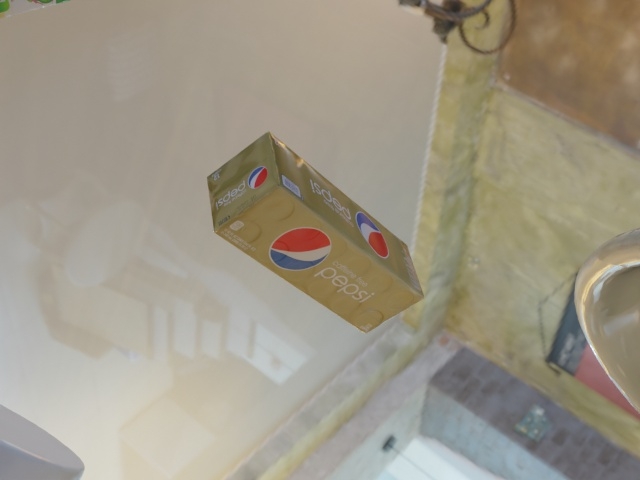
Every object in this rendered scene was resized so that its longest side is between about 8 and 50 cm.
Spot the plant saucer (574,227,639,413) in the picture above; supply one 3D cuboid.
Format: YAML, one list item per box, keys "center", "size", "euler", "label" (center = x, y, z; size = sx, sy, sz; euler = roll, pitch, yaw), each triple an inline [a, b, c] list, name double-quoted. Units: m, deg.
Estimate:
- center: [0.345, 0.108, 0.553]
  size: [0.100, 0.400, 0.400]
  euler: [-47, -28, -12]
  label: "plant saucer"

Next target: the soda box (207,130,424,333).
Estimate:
- center: [0.000, 0.000, 0.691]
  size: [0.061, 0.058, 0.181]
  euler: [-34, -46, 21]
  label: "soda box"

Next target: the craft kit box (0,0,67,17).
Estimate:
- center: [-0.369, -0.346, 0.963]
  size: [0.246, 0.061, 0.250]
  euler: [-18, -39, -19]
  label: "craft kit box"

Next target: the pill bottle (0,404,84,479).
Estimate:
- center: [-0.393, 0.332, 0.826]
  size: [0.392, 0.224, 0.224]
  euler: [-60, -26, -9]
  label: "pill bottle"
